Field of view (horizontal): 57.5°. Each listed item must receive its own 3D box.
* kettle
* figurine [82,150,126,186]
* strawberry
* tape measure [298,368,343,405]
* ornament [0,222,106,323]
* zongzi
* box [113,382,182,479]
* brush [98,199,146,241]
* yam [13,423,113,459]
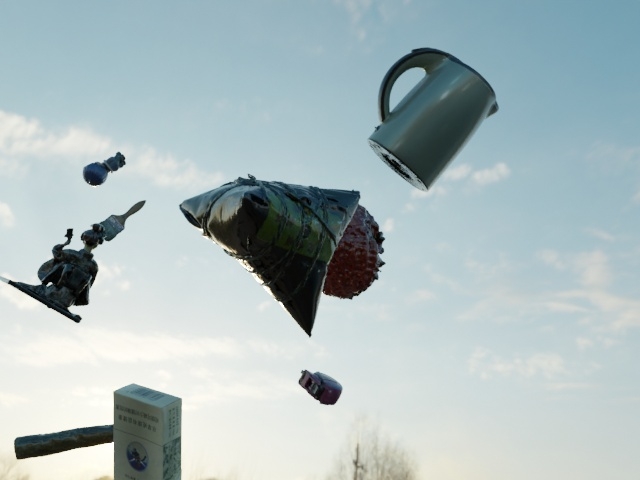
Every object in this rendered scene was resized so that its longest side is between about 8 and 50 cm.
[{"bbox_3d":[0.208,-0.253,1.153,0.221,0.236,0.161,41,3,-11],"label":"kettle"},{"bbox_3d":[-0.691,-0.226,1.863,0.087,0.149,0.086,40,-39,16],"label":"figurine"},{"bbox_3d":[0.000,0.000,1.654,0.352,0.312,0.267,17,-51,-13],"label":"strawberry"},{"bbox_3d":[0.005,0.455,1.804,0.118,0.074,0.125,25,5,-36],"label":"tape measure"},{"bbox_3d":[-0.511,0.047,1.188,0.166,0.196,0.153,41,-20,-29],"label":"ornament"},{"bbox_3d":[-0.096,0.036,1.312,0.384,0.361,0.319,8,-2,-30],"label":"zongzi"},{"bbox_3d":[-0.413,0.486,1.391,0.164,0.256,0.069,8,10,28],"label":"box"},{"bbox_3d":[-0.647,-0.076,1.916,0.070,0.196,0.021,53,-34,-15],"label":"brush"},{"bbox_3d":[-0.608,0.493,1.450,0.274,0.061,0.061,-6,-26,-15],"label":"yam"}]
